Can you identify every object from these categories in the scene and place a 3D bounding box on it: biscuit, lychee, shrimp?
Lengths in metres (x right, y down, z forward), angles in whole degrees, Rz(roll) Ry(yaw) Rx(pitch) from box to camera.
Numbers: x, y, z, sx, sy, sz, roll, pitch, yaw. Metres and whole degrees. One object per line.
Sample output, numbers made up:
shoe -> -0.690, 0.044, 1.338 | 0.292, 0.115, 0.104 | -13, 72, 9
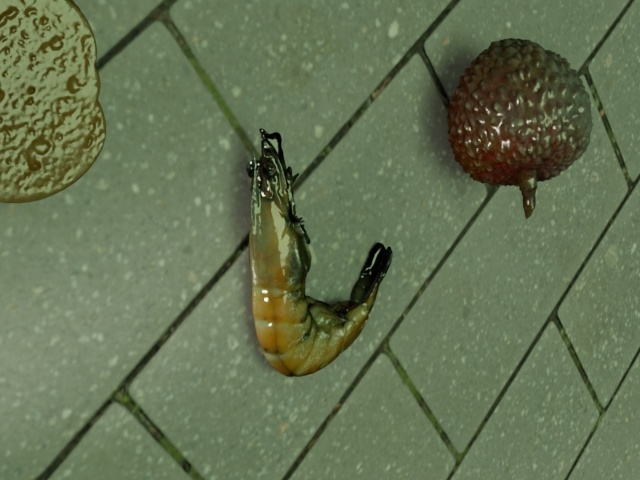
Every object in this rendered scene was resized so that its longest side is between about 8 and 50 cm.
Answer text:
biscuit -> -0.243, -0.110, 0.695 | 0.170, 0.050, 0.170 | -9, 105, -34
lychee -> 0.221, -0.126, 1.044 | 0.165, 0.165, 0.198 | 3, 73, -43
shrimp -> 0.000, 0.000, 0.941 | 0.198, 0.051, 0.262 | -28, 117, -45
